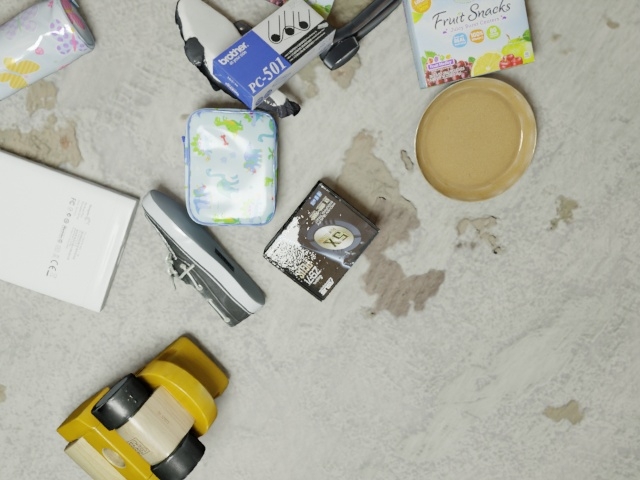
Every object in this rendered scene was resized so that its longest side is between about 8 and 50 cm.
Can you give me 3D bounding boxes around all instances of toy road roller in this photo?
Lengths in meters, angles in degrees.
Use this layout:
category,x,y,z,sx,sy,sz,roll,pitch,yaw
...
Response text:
category,x,y,z,sx,sy,sz,roll,pitch,yaw
toy road roller,-0.323,0.333,1.201,0.202,0.240,0.329,48,132,-9

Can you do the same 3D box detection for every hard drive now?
category,x,y,z,sx,sy,sz,roll,pitch,yaw
hard drive,-0.552,-0.029,1.181,0.353,0.047,0.233,20,98,-6

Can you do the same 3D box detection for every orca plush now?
category,x,y,z,sx,sy,sz,roll,pitch,yaw
orca plush,-0.162,-0.313,1.144,0.287,0.102,0.151,34,57,-7

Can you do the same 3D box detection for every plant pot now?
category,x,y,z,sx,sy,sz,roll,pitch,yaw
plant pot,0.292,-0.190,1.185,0.236,0.032,0.236,-2,108,-5

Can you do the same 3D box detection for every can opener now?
category,x,y,z,sx,sy,sz,roll,pitch,yaw
can opener,0.073,-0.389,1.142,0.186,0.059,0.073,-40,82,6

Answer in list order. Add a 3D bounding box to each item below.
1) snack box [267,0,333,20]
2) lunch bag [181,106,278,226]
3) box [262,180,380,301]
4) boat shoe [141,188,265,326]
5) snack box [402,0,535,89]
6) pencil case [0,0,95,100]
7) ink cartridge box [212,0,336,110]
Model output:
category,x,y,z,sx,sy,sz,roll,pitch,yaw
snack box,-0.039,-0.462,1.113,0.141,0.037,0.100,21,133,-6
lunch bag,-0.167,-0.137,1.158,0.176,0.090,0.219,0,99,-4
box,0.000,0.000,1.194,0.147,0.077,0.180,39,96,-8
boat shoe,-0.240,0.042,1.176,0.105,0.113,0.306,-38,114,10
snack box,0.270,-0.389,1.146,0.207,0.070,0.175,-13,100,-1
pencil case,-0.541,-0.330,1.100,0.273,0.113,0.124,-27,56,3
ink cartridge box,-0.078,-0.325,1.070,0.097,0.046,0.207,43,70,7
